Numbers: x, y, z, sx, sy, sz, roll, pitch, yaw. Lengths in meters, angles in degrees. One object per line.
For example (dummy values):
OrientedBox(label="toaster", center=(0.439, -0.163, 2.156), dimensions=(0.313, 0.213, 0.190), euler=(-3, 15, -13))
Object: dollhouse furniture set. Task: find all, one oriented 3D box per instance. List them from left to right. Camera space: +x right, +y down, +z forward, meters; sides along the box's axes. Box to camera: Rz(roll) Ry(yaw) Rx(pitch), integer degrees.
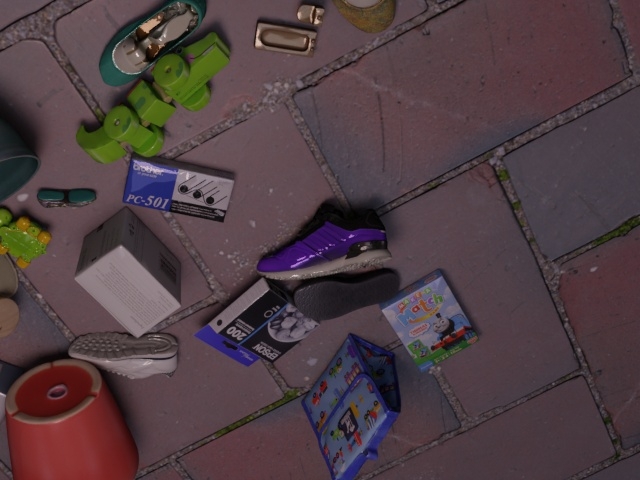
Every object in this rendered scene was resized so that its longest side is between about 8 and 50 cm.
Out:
OrientedBox(label="dollhouse furniture set", center=(-0.063, -0.407, 1.469), dimensions=(0.144, 0.123, 0.151), euler=(6, 115, -12))

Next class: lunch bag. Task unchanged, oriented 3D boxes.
OrientedBox(label="lunch bag", center=(0.086, 0.391, 1.802), dimensions=(0.138, 0.293, 0.221), euler=(27, 109, -21))

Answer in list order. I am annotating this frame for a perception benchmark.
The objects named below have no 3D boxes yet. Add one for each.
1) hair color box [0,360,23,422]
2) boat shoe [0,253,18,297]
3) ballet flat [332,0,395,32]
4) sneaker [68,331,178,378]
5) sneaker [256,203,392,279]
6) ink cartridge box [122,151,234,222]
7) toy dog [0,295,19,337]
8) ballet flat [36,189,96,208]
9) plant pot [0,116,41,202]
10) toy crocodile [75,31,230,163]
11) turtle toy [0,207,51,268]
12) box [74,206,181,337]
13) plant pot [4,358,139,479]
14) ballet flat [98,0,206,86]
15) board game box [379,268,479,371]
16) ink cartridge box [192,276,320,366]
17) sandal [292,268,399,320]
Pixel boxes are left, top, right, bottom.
OrientedBox(label="hair color box", center=(-0.820, 0.413, 1.761), dimensions=(0.185, 0.114, 0.375), euler=(28, 108, -21))
OrientedBox(label="boat shoe", center=(-0.700, 0.028, 1.620), dimensions=(0.079, 0.084, 0.233), euler=(-7, 134, 37))
OrientedBox(label="ballet flat", center=(0.047, -0.518, 1.438), dimensions=(0.123, 0.123, 0.349), euler=(-24, 118, 3))
OrientedBox(label="sneaker", center=(-0.431, 0.261, 1.770), dimensions=(0.235, 0.090, 0.095), euler=(5, 126, -10))
OrientedBox(label="sneaker", center=(0.001, 0.000, 1.707), dimensions=(0.293, 0.102, 0.146), euler=(-11, 83, 16))
OrientedBox(label="ink cartridge box", center=(-0.285, -0.106, 1.627), dimensions=(0.207, 0.046, 0.097), euler=(11, 113, -15))
OrientedBox(label="toy dog", center=(-0.750, 0.157, 1.536), dimensions=(0.333, 0.220, 0.161), euler=(21, 73, -42))
OrientedBox(label="ballet flat", center=(-0.504, -0.080, 1.612), dimensions=(0.114, 0.041, 0.041), euler=(1, 116, -10))
OrientedBox(label="plant pot", center=(-0.678, -0.151, 1.428), dimensions=(0.293, 0.293, 0.196), euler=(-32, 91, 7))
OrientedBox(label="toy crocodile", center=(-0.311, -0.264, 1.518), dimensions=(0.340, 0.105, 0.115), euler=(-41, 155, 9))
OrientedBox(label="turtle toy", center=(-0.599, -0.014, 1.608), dimensions=(0.130, 0.066, 0.095), euler=(39, 105, -24))
OrientedBox(label="box", center=(-0.379, 0.062, 1.619), dimensions=(0.119, 0.181, 0.182), euler=(-36, 117, 8))
OrientedBox(label="plant pot", center=(-0.533, 0.403, 1.701), dimensions=(0.274, 0.275, 0.243), euler=(-7, 122, -6))
OrientedBox(label="ballet flat", center=(-0.311, -0.364, 1.469), dimensions=(0.247, 0.087, 0.083), euler=(-37, 114, 9))
OrientedBox(label="board game box", center=(0.253, 0.189, 1.873), dimensions=(0.160, 0.039, 0.212), euler=(-30, 117, 7))
OrientedBox(label="ink cartridge box", center=(-0.137, 0.197, 1.772), dimensions=(0.208, 0.045, 0.206), euler=(-39, 137, 11))
OrientedBox(label="sandal", center=(0.052, 0.115, 1.783), dimensions=(0.254, 0.054, 0.097), euler=(-6, 116, -26))
